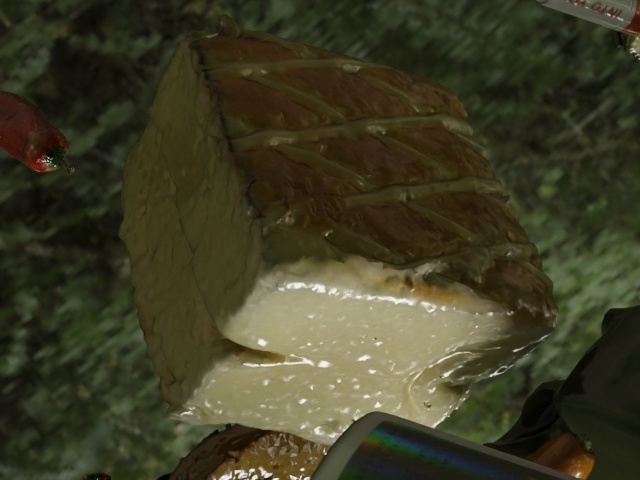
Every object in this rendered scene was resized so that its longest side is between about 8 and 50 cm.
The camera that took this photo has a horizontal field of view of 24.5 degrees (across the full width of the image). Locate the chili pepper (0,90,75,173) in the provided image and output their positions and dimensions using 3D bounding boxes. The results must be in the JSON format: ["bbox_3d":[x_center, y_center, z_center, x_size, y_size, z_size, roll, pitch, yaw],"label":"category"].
[{"bbox_3d":[-0.316,-0.114,1.592,0.059,0.191,0.050,-55,144,6],"label":"chili pepper"}]

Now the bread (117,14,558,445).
[{"bbox_3d":[0.000,0.000,1.545,0.390,0.371,0.279,13,129,-36],"label":"bread"}]

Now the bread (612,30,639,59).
[{"bbox_3d":[0.396,-0.277,1.721,0.140,0.160,0.169,5,177,-20],"label":"bread"}]

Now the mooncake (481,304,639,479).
[{"bbox_3d":[0.332,0.236,1.420,0.187,0.351,0.351,-35,167,-36],"label":"mooncake"}]

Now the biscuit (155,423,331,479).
[{"bbox_3d":[-0.069,0.332,1.783,0.296,0.075,0.296,-16,124,-24],"label":"biscuit"}]

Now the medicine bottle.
[{"bbox_3d":[0.097,0.161,0.714,0.115,0.219,0.078,-48,148,-50],"label":"medicine bottle"}]

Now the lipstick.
[{"bbox_3d":[0.240,-0.198,1.231,0.131,0.038,0.038,12,139,-26],"label":"lipstick"}]

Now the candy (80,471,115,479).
[{"bbox_3d":[-0.240,0.344,1.624,0.055,0.184,0.049,-12,-170,-36],"label":"candy"}]

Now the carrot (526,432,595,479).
[{"bbox_3d":[0.130,0.237,1.197,0.248,0.043,0.043,-45,166,24],"label":"carrot"}]
